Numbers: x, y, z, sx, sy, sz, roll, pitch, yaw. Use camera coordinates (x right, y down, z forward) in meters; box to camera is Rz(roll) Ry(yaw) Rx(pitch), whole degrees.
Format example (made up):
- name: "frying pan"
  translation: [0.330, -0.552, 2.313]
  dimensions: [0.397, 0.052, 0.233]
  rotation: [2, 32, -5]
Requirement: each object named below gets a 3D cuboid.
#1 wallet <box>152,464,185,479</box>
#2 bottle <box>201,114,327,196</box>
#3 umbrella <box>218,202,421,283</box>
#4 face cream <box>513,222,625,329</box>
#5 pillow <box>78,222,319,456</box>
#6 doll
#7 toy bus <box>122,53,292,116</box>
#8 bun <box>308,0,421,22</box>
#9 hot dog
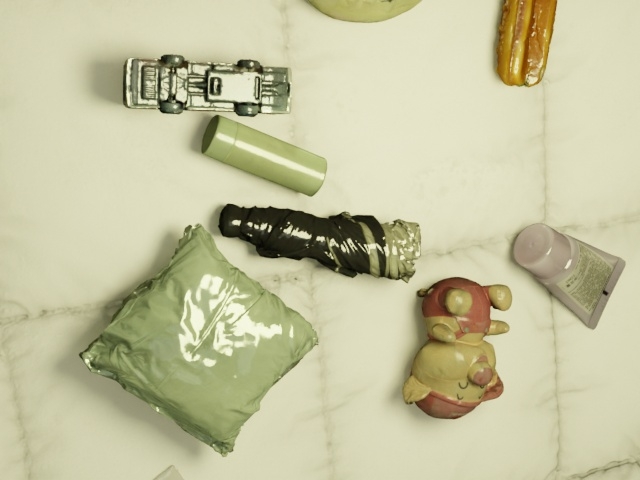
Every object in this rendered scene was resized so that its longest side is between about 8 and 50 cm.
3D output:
- name: "wallet"
  translation: [-0.269, 0.418, 1.574]
  dimensions: [0.083, 0.011, 0.044]
  rotation: [-37, 109, -14]
- name: "bottle"
  translation: [-0.091, -0.138, 1.539]
  dimensions: [0.201, 0.072, 0.072]
  rotation: [21, 89, -23]
- name: "umbrella"
  translation: [0.000, -0.005, 1.594]
  dimensions: [0.357, 0.106, 0.113]
  rotation: [10, 84, -15]
- name: "face cream"
  translation: [0.485, 0.058, 1.798]
  dimensions: [0.274, 0.096, 0.154]
  rotation: [29, 83, -36]
- name: "pillow"
  translation: [-0.179, 0.164, 1.509]
  dimensions: [0.310, 0.138, 0.283]
  rotation: [40, 81, -19]
- name: "doll"
  translation: [0.250, 0.197, 1.681]
  dimensions: [0.196, 0.152, 0.256]
  rotation: [7, 99, -9]
- name: "toy bus"
  translation: [-0.180, -0.241, 1.473]
  dimensions: [0.268, 0.106, 0.092]
  rotation: [-2, 98, -24]
- name: "bun"
  translation: [0.089, -0.494, 1.526]
  dimensions: [0.287, 0.146, 0.287]
  rotation: [-3, 97, -24]
- name: "hot dog"
  translation: [0.377, -0.406, 1.692]
  dimensions: [0.115, 0.072, 0.269]
  rotation: [9, 92, -22]
